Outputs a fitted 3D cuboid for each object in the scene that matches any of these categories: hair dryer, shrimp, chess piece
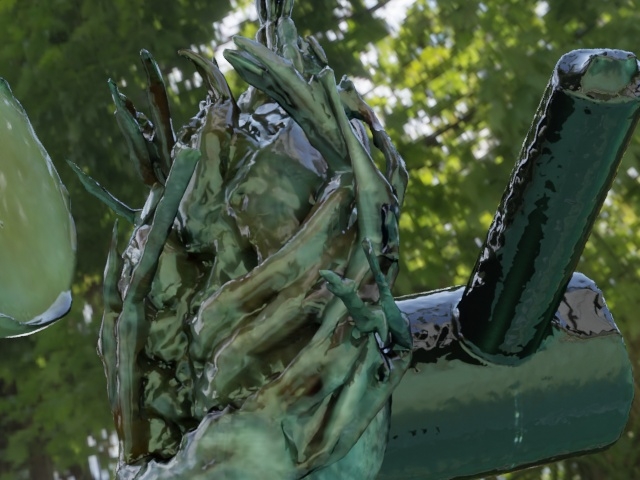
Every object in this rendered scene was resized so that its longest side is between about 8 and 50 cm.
[{"bbox_3d":[0.060,0.023,0.641,0.244,0.116,0.302,-9,-42,-21],"label":"hair dryer"},{"bbox_3d":[-0.015,0.011,0.510,0.137,0.372,0.172,3,-10,-44],"label":"shrimp"},{"bbox_3d":[-0.344,0.022,0.806,0.330,0.182,0.182,-20,-45,15],"label":"chess piece"}]

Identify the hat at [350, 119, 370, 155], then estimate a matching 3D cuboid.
[{"bbox_3d":[0.000,0.000,0.947,0.082,0.193,0.193,28,-65,-29],"label":"hat"}]
